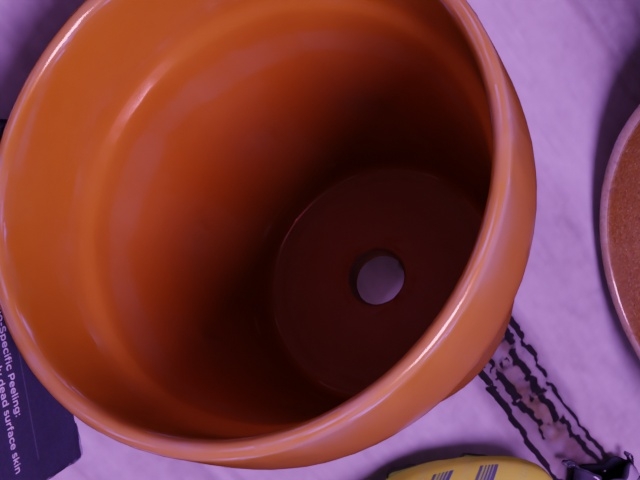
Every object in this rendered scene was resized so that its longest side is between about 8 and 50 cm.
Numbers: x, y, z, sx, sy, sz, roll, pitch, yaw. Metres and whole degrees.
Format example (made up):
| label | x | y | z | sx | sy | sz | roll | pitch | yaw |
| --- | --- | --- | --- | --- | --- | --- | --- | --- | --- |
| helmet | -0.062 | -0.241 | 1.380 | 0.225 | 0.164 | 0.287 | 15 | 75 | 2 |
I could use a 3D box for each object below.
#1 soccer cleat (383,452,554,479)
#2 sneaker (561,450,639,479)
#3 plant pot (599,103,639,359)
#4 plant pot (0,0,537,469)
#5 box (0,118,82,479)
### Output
| label | x | y | z | sx | sy | sz | roll | pitch | yaw |
| --- | --- | --- | --- | --- | --- | --- | --- | --- | --- |
| soccer cleat | 0.011 | 0.193 | 0.598 | 0.289 | 0.121 | 0.093 | -16 | 108 | -19 |
| sneaker | 0.155 | 0.163 | 0.701 | 0.098 | 0.038 | 0.069 | -34 | 112 | -22 |
| plant pot | 0.330 | -0.015 | 0.643 | 0.254 | 0.237 | 0.237 | -20 | 110 | -32 |
| plant pot | 0.000 | 0.000 | 0.496 | 0.205 | 0.205 | 0.188 | -56 | 153 | -2 |
| box | -0.186 | 0.043 | 0.454 | 0.158 | 0.093 | 0.156 | -31 | 119 | -57 |
